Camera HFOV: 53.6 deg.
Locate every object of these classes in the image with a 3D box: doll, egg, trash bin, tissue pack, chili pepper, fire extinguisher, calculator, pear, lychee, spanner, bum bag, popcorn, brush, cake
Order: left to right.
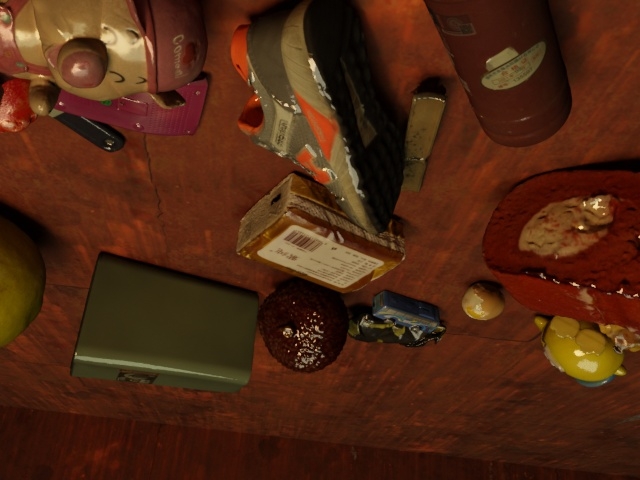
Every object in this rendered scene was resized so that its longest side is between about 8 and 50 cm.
[{"bbox_3d":[-0.652,0.047,1.073,0.287,0.287,0.375,-7,135,23],"label":"pear"},{"bbox_3d":[-0.378,-0.183,0.748,0.070,0.073,0.123,23,143,9],"label":"chili pepper"},{"bbox_3d":[-0.378,-0.200,0.803,0.087,0.024,0.315,-23,142,31],"label":"spanner"},{"bbox_3d":[-0.241,-0.211,0.620,0.255,0.152,0.196,2,165,-3],"label":"doll"},{"bbox_3d":[-0.243,-0.180,0.789,0.190,0.034,0.127,9,154,-16],"label":"calculator"},{"bbox_3d":[-0.312,0.183,1.298,0.343,0.223,0.158,13,151,-17],"label":"trash bin"},{"bbox_3d":[-0.027,0.171,1.265,0.194,0.195,0.194,5,152,2],"label":"lychee"},{"bbox_3d":[0.000,0.000,1.030,0.226,0.092,0.183,20,149,-27],"label":"tissue pack"},{"bbox_3d":[0.158,0.199,1.405,0.232,0.060,0.107,10,143,-13],"label":"bum bag"},{"bbox_3d":[0.128,-0.127,0.833,0.043,0.036,0.248,8,159,5],"label":"brush"},{"bbox_3d":[0.143,-0.205,0.570,0.102,0.138,0.344,13,161,36],"label":"fire extinguisher"},{"bbox_3d":[0.314,0.118,1.212,0.083,0.071,0.071,17,150,-23],"label":"egg"},{"bbox_3d":[0.541,0.219,1.318,0.199,0.145,0.363,37,178,30],"label":"doll"},{"bbox_3d":[0.374,0.010,0.867,0.282,0.177,0.151,10,158,41],"label":"cake"},{"bbox_3d":[0.548,0.121,1.102,0.167,0.152,0.148,43,140,-13],"label":"popcorn"}]

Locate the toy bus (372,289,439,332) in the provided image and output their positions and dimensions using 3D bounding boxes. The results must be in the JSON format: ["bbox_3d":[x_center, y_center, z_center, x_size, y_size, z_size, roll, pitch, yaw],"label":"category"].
[{"bbox_3d":[0.180,0.150,1.321,0.153,0.051,0.061,19,144,-23],"label":"toy bus"}]

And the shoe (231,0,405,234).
[{"bbox_3d":[-0.013,-0.126,0.751,0.170,0.132,0.336,6,147,27],"label":"shoe"}]
